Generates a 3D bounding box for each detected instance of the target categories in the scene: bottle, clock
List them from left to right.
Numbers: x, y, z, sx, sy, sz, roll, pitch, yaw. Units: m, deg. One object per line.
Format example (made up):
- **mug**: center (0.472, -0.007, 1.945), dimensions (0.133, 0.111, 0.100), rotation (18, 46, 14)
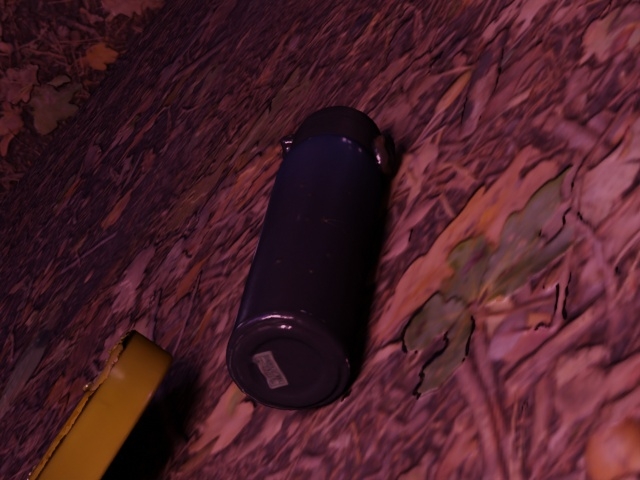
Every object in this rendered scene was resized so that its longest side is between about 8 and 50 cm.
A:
- **clock**: center (-0.186, 0.197, 1.042), dimensions (0.277, 0.071, 0.293), rotation (-52, 7, 43)
- **bottle**: center (0.000, 0.000, 0.930), dimensions (0.082, 0.072, 0.244), rotation (-8, 34, 14)
